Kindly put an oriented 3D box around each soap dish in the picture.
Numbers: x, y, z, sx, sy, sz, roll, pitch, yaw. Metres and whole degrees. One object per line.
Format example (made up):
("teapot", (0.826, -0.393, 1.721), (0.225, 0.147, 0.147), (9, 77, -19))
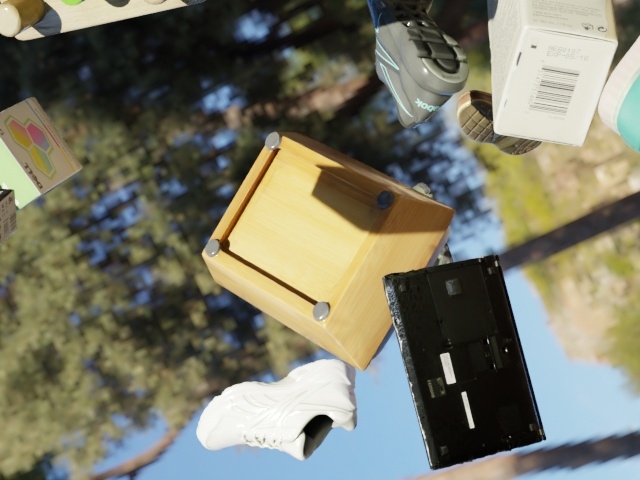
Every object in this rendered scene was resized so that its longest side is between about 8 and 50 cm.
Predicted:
("soap dish", (0.000, 0.000, 2.094), (0.291, 0.229, 0.118), (29, 177, 41))

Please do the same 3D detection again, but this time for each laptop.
("laptop", (0.180, 0.147, 2.035), (0.264, 0.136, 0.234), (-10, -99, -32))

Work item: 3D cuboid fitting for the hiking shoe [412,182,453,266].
("hiking shoe", (0.144, 0.027, 2.589), (0.086, 0.114, 0.227), (78, 178, -69))

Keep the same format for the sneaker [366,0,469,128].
("sneaker", (0.092, -0.254, 2.034), (0.101, 0.106, 0.267), (5, -132, -26))

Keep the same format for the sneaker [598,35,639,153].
("sneaker", (0.410, -0.215, 1.704), (0.108, 0.302, 0.121), (8, -152, -44))

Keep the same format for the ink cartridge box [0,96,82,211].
("ink cartridge box", (-0.367, -0.094, 1.974), (0.109, 0.062, 0.209), (55, -162, -5))

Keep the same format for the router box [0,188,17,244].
("router box", (-0.372, -0.004, 1.543), (0.179, 0.133, 0.046), (-66, -24, -70))

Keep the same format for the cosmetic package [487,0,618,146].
("cosmetic package", (0.269, -0.272, 1.980), (0.309, 0.113, 0.160), (-85, 5, -47))

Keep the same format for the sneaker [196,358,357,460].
("sneaker", (-0.056, 0.240, 2.184), (0.090, 0.232, 0.115), (45, -153, -52))

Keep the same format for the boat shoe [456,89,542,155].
("boat shoe", (0.227, -0.164, 2.182), (0.178, 0.064, 0.060), (21, -133, -52))

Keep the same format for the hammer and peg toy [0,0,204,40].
("hammer and peg toy", (-0.298, -0.342, 1.713), (0.127, 0.361, 0.266), (-47, -55, -56))
